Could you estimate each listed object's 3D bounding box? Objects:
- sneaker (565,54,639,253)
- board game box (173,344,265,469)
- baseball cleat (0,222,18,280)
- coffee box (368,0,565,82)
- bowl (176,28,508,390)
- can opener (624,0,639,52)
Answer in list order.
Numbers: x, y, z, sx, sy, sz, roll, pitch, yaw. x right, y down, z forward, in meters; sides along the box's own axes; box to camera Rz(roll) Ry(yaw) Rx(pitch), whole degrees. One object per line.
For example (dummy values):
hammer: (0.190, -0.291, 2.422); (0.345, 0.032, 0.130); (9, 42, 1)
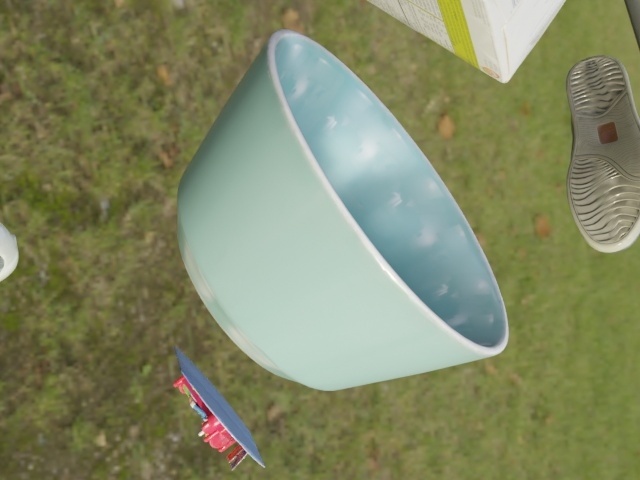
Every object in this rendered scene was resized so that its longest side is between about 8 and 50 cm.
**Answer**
sneaker: (0.296, -0.066, 1.186); (0.118, 0.083, 0.222); (54, 34, -51)
board game box: (-0.118, 0.179, 1.232); (0.133, 0.033, 0.169); (51, -3, -15)
baseball cleat: (-0.318, 0.003, 0.845); (0.109, 0.206, 0.072); (-38, 126, -55)
coffee box: (0.204, -0.486, 1.664); (0.337, 0.334, 0.338); (-55, 163, -1)
bowl: (0.000, 0.000, 0.977); (0.311, 0.163, 0.311); (47, 19, -22)
can opener: (0.157, 0.033, 0.347); (0.095, 0.076, 0.283); (-63, 133, -64)
